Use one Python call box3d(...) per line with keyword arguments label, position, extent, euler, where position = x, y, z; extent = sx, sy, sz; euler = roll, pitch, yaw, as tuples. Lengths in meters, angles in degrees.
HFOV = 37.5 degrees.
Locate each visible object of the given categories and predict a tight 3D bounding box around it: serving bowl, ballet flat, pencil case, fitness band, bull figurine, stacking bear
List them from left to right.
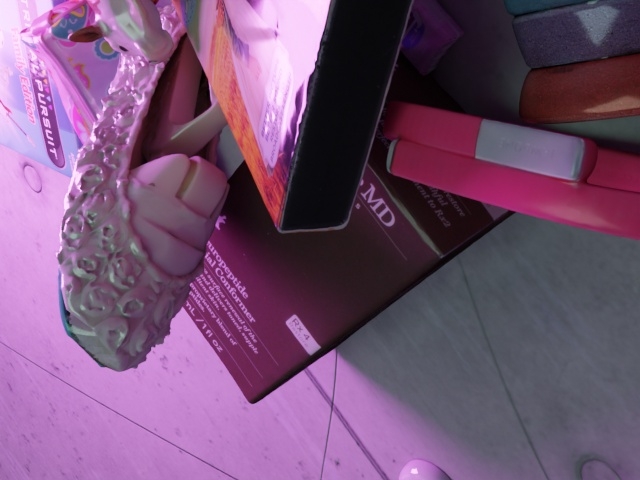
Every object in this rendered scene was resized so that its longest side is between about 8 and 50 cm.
box3d(label="bull figurine", position=(-0.172, -0.312, 0.804), extent=(0.188, 0.101, 0.311), euler=(163, 100, -65))
box3d(label="pencil case", position=(-0.219, -0.136, 1.066), extent=(0.124, 0.124, 0.284), euler=(-4, 118, 47))
box3d(label="ballet flat", position=(-0.143, -0.084, 0.882), extent=(0.146, 0.409, 0.147), euler=(2, 147, 2))
box3d(label="serving bowl", position=(0.120, 0.295, 1.085), extent=(0.083, 0.027, 0.083), euler=(24, 129, 34))
box3d(label="fitness band", position=(0.172, -0.047, 0.664), extent=(0.290, 0.209, 0.054), euler=(23, 104, 47))
box3d(label="stacking bear", position=(0.185, -0.227, 0.582), extent=(0.175, 0.164, 0.289), euler=(-111, 12, -80))

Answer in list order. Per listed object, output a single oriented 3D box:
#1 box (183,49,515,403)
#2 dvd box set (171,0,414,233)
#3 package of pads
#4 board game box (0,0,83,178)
box3d(label="box", position=(0.000, 0.000, 0.936), extent=(0.191, 0.143, 0.381), euler=(54, 139, 7))
box3d(label="dvd box set", position=(-0.046, -0.257, 0.727), extent=(0.308, 0.062, 0.420), euler=(106, 149, -41))
box3d(label="package of pads", position=(0.080, -0.189, 0.811), extent=(0.083, 0.032, 0.050), euler=(51, 137, 9))
box3d(label="board game box", position=(-0.402, -0.245, 1.239), extent=(0.336, 0.079, 0.254), euler=(23, 130, 35))
